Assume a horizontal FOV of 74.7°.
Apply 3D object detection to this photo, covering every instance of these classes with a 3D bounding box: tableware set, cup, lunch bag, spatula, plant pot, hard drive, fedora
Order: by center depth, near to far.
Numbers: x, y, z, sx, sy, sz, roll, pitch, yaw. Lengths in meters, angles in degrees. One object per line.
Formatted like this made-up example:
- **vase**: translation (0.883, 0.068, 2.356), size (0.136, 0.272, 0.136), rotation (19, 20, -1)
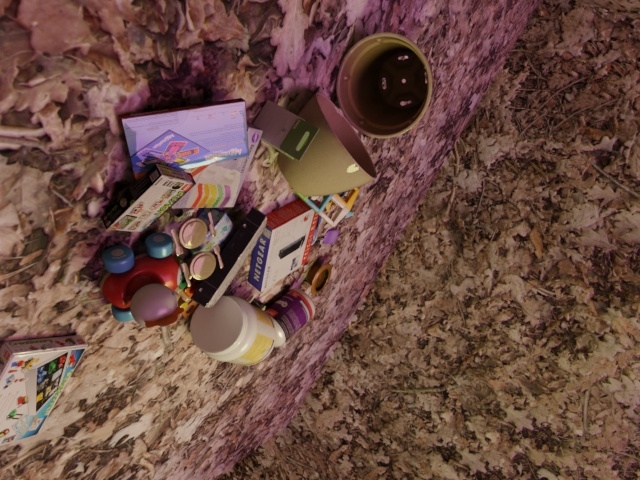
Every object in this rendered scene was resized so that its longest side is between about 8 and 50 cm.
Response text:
- **tableware set**: translation (-0.353, 0.023, 1.182), size (0.128, 0.039, 0.194), rotation (-32, 129, -37)
- **lunch bag**: translation (-0.342, -0.017, 1.277), size (0.151, 0.096, 0.129), rotation (-59, 160, -18)
- **hard drive**: translation (-0.291, 0.064, 1.382), size (0.339, 0.064, 0.237), rotation (-59, -176, -13)
- **cup**: translation (-0.001, -0.279, 1.388), size (0.236, 0.331, 0.331), rotation (-33, 166, 22)
- **plant pot**: translation (0.266, -0.569, 1.521), size (0.305, 0.333, 0.334), rotation (-44, 158, -55)
- **spatula**: translation (0.000, 0.000, 2.080), size (0.296, 0.030, 0.084), rotation (-18, 136, -56)
- **fedora**: translation (-0.018, 0.196, 2.252), size (0.194, 0.079, 0.195), rotation (-41, 147, -34)

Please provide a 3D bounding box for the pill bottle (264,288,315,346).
- **pill bottle**: translation (-0.186, 0.386, 2.035), size (0.323, 0.181, 0.182), rotation (-37, 151, -39)

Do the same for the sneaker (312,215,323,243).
- **sneaker**: translation (-0.041, -0.047, 1.889), size (0.152, 0.058, 0.084), rotation (-66, 162, 13)

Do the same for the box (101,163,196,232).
- **box**: translation (-0.410, -0.095, 1.005), size (0.207, 0.036, 0.114), rotation (-37, 164, 18)

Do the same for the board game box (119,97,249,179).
- **board game box**: translation (-0.305, -0.241, 0.985), size (0.281, 0.027, 0.145), rotation (-18, 129, -27)

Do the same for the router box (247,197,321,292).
- **router box**: translation (-0.148, 0.011, 1.726), size (0.301, 0.082, 0.336), rotation (-33, 149, -44)

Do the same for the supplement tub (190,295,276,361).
- **supplement tub**: translation (-0.328, 0.348, 1.615), size (0.241, 0.241, 0.331), rotation (-52, 157, -9)

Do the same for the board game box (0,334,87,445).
- **board game box**: translation (-0.750, 0.383, 1.054), size (0.306, 0.053, 0.193), rotation (-58, 157, 6)

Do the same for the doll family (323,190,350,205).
- **doll family**: translation (0.090, -0.239, 1.815), size (0.163, 0.118, 0.263), rotation (-52, 157, -9)

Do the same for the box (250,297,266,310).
- **box**: translation (-0.294, 0.312, 1.886), size (0.083, 0.052, 0.062), rotation (-52, 158, -5)

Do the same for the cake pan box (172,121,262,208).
- **cake pan box**: translation (-0.292, -0.217, 1.142), size (0.245, 0.070, 0.267), rotation (-10, 129, -63)

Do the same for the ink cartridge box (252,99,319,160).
- **ink cartridge box**: translation (-0.097, -0.311, 1.217), size (0.109, 0.209, 0.062), rotation (-57, 155, 3)

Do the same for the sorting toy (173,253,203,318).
- **sorting toy**: translation (-0.451, 0.168, 1.373), size (0.196, 0.047, 0.348), rotation (-48, 157, -19)

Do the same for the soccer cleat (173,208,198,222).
- **soccer cleat**: translation (-0.382, -0.083, 1.194), size (0.083, 0.029, 0.036), rotation (-40, 158, -23)

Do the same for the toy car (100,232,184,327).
- **toy car**: translation (-0.428, 0.143, 1.100), size (0.210, 0.238, 0.219), rotation (-24, 139, -40)

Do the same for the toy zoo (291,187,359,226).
- **toy zoo**: translation (0.038, -0.190, 1.674), size (0.293, 0.030, 0.192), rotation (40, 79, -33)
